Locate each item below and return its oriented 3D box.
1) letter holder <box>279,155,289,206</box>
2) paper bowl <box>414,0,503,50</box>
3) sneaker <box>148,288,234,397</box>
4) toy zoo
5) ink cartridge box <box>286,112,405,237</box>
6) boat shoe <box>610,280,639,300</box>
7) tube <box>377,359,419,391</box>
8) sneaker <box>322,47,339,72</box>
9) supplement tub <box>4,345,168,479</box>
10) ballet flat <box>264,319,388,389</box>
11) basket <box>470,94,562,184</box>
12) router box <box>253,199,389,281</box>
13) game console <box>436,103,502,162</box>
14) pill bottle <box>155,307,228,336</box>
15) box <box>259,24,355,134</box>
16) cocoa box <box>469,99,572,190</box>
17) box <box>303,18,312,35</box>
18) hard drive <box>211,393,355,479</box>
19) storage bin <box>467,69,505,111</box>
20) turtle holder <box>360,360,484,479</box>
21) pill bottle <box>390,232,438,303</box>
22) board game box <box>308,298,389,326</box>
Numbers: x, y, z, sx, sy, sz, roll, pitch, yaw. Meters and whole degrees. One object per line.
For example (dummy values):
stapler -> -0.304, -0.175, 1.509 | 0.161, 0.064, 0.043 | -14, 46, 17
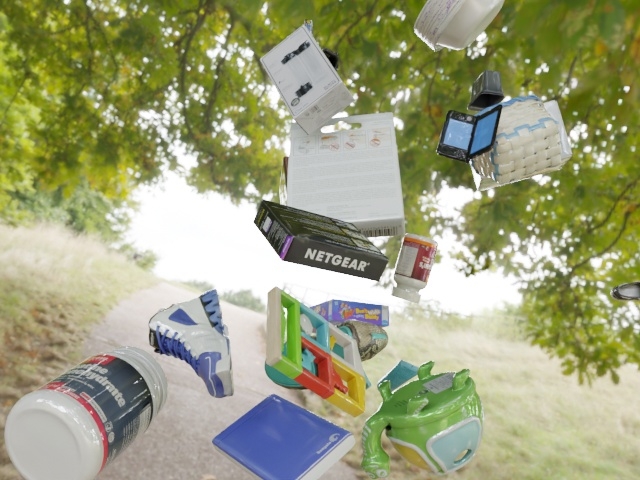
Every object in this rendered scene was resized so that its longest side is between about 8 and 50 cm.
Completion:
letter holder -> -0.009, -0.111, 1.949 | 0.214, 0.302, 0.152 | 0, -42, -10
paper bowl -> 0.418, -0.672, 1.773 | 0.148, 0.284, 0.284 | 45, -14, 7
sneaker -> -0.308, 0.248, 1.438 | 0.182, 0.316, 0.128 | -10, -54, -14
toy zoo -> 0.005, 0.236, 1.248 | 0.030, 0.192, 0.293 | -38, -59, 24
ink cartridge box -> 0.065, -0.179, 1.696 | 0.307, 0.385, 0.091 | -5, -35, 7
boat shoe -> 0.717, 0.111, 1.365 | 0.125, 0.046, 0.038 | -2, -17, 7
tube -> 0.247, 0.437, 1.960 | 0.080, 0.052, 0.207 | 22, -37, -10
sneaker -> 0.002, -0.617, 2.116 | 0.087, 0.130, 0.228 | 5, 33, -27
supplement tub -> -0.432, 0.327, 1.164 | 0.191, 0.191, 0.272 | 19, 16, 11
ballet flat -> 0.026, 0.351, 1.841 | 0.181, 0.164, 0.482 | 6, -24, -37
basket -> 0.497, -0.284, 1.663 | 0.254, 0.289, 0.201 | -18, -52, 1
router box -> 0.000, 0.000, 0.946 | 0.178, 0.046, 0.133 | 14, 20, -31
game console -> 0.365, -0.273, 1.501 | 0.124, 0.144, 0.085 | 17, -26, 6
pill bottle -> -0.425, 0.303, 1.994 | 0.229, 0.131, 0.131 | 16, -11, -29
box -> -0.041, -0.455, 1.718 | 0.087, 0.169, 0.290 | 39, 18, -53
cocoa box -> 0.756, -0.361, 2.382 | 0.346, 0.232, 0.228 | -15, -11, 9
box -> -0.052, -0.628, 1.974 | 0.027, 0.094, 0.137 | 6, -32, -12
hard drive -> -0.097, 0.488, 1.483 | 0.318, 0.210, 0.040 | 9, -57, 50
storage bin -> 0.541, -0.485, 1.977 | 0.098, 0.091, 0.135 | 6, -11, -8
turtle holder -> 0.264, 0.464, 1.517 | 0.243, 0.320, 0.228 | -13, -81, 47
pill bottle -> 0.317, 0.096, 2.084 | 0.121, 0.221, 0.121 | 16, -3, 1
board game box -> 0.073, 0.298, 2.323 | 0.233, 0.078, 0.347 | 10, -18, -24
